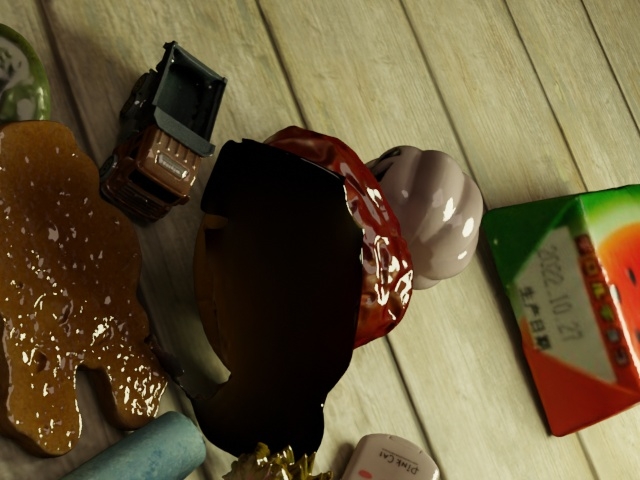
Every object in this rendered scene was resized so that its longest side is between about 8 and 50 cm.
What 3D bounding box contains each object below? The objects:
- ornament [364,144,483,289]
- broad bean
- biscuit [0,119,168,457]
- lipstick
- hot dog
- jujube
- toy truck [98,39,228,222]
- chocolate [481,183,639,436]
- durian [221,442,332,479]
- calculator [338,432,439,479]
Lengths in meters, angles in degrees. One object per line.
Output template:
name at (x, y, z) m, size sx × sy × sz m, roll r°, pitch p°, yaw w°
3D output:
ornament at (0.113, -0.033, 1.160) m, size 0.177 × 0.177 × 0.178 m, roll 23°, pitch 54°, yaw -36°
broad bean at (-0.326, -0.100, 0.841) m, size 0.153 × 0.072 × 0.207 m, roll 39°, pitch 56°, yaw -22°
biscuit at (-0.234, 0.039, 0.840) m, size 0.186 × 0.044 × 0.295 m, roll -8°, pitch 86°, yaw -51°
lipstick at (-0.210, 0.235, 0.771) m, size 0.274 × 0.061 × 0.068 m, roll -33°, pitch 110°, yaw -43°
hot dog at (-0.057, 0.051, 0.904) m, size 0.194 × 0.326 × 0.107 m, roll 15°, pitch 24°, yaw -10°
jujube at (0.000, 0.000, 1.027) m, size 0.174 × 0.174 × 0.250 m, roll -32°, pitch 92°, yaw -49°
toy truck at (-0.161, -0.119, 0.987) m, size 0.083 × 0.092 × 0.192 m, roll 34°, pitch 48°, yaw -29°
chocolate at (0.442, 0.083, 1.432) m, size 0.360 × 0.161 × 0.341 m, roll -8°, pitch 78°, yaw -47°
durian at (-0.038, 0.349, 0.797) m, size 0.191 × 0.112 × 0.341 m, roll 31°, pitch 64°, yaw -16°
calculator at (0.063, 0.284, 1.009) m, size 0.100 × 0.032 × 0.175 m, roll 23°, pitch 44°, yaw 9°
